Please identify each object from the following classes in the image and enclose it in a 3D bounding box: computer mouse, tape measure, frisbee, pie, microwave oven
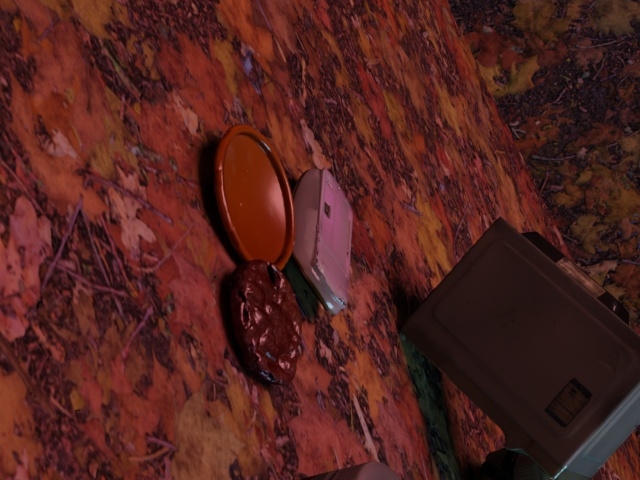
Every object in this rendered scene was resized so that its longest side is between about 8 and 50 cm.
[{"bbox_3d":[0.000,0.000,1.627,0.126,0.056,0.245,56,24,-33],"label":"computer mouse"},{"bbox_3d":[0.341,0.446,2.011,0.271,0.133,0.231,-76,149,-60],"label":"tape measure"},{"bbox_3d":[-0.088,-0.049,1.468,0.192,0.035,0.192,40,44,-55],"label":"frisbee"},{"bbox_3d":[-0.065,0.095,1.383,0.153,0.038,0.153,41,43,-53],"label":"pie"},{"bbox_3d":[0.360,0.183,1.902,0.355,0.286,0.218,43,5,29],"label":"microwave oven"}]

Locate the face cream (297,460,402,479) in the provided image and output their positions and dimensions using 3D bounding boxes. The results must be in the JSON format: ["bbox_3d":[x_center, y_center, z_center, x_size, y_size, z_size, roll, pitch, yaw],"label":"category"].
[{"bbox_3d":[-0.006,0.326,1.105,0.201,0.187,0.201,53,26,-40],"label":"face cream"}]
